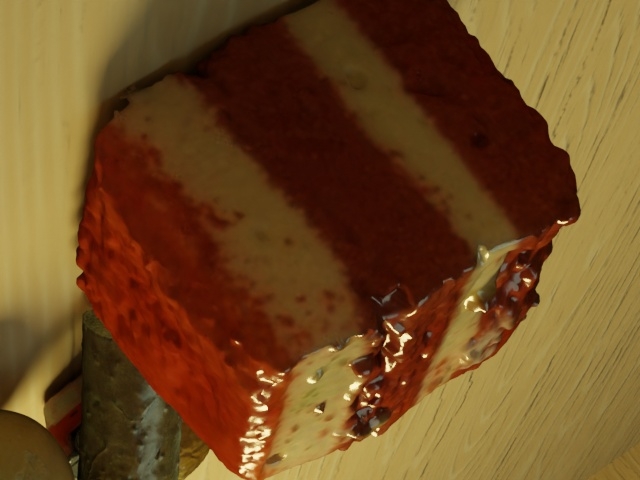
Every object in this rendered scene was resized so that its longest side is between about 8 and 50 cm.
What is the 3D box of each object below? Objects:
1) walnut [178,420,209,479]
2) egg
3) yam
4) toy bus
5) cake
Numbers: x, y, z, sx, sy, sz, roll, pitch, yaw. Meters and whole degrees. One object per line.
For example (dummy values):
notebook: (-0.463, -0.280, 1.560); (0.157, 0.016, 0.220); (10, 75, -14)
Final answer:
walnut: (-0.157, 0.193, 1.923); (0.124, 0.105, 0.105); (-13, 148, -52)
egg: (-0.287, 0.230, 1.689); (0.164, 0.164, 0.201); (-20, 149, -42)
yam: (-0.167, 0.192, 1.715); (0.093, 0.093, 0.259); (-14, 114, -50)
toy bus: (-0.177, 0.140, 1.801); (0.174, 0.077, 0.079); (-38, 161, -1)
cake: (0.000, 0.000, 1.535); (0.319, 0.270, 0.269); (-29, 158, -22)
